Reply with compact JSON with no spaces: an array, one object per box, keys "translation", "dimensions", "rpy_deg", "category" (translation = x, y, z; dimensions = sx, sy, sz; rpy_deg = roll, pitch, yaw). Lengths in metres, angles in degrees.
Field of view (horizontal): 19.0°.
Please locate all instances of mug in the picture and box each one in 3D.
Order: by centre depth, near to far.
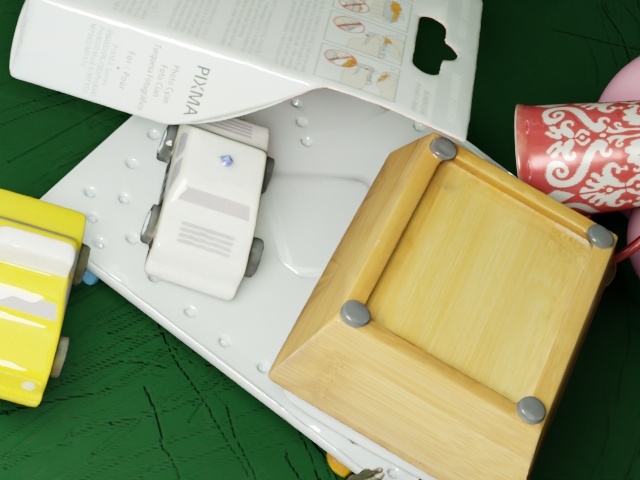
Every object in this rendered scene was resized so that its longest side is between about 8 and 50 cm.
[{"translation":[0.270,-0.062,1.742],"dimensions":[0.169,0.150,0.113],"rpy_deg":[-6,34,12],"category":"mug"}]

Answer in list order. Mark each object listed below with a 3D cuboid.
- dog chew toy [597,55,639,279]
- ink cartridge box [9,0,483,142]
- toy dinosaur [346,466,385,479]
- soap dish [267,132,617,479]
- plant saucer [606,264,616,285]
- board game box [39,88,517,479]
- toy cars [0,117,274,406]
[{"translation":[0.377,-0.024,1.839],"dimensions":[0.206,0.206,0.332],"rpy_deg":[4,63,-25],"category":"dog chew toy"},{"translation":[-0.054,-0.189,1.719],"dimensions":[0.385,0.091,0.308],"rpy_deg":[19,31,-4],"category":"ink cartridge box"},{"translation":[0.029,0.280,1.466],"dimensions":[0.313,0.121,0.160],"rpy_deg":[-31,106,-26],"category":"toy dinosaur"},{"translation":[0.116,0.058,1.600],"dimensions":[0.229,0.118,0.291],"rpy_deg":[30,48,-1],"category":"soap dish"},{"translation":[0.245,0.017,1.850],"dimensions":[0.083,0.015,0.083],"rpy_deg":[12,51,-15],"category":"plant saucer"},{"translation":[0.000,0.000,1.706],"dimensions":[0.390,0.050,0.390],"rpy_deg":[37,47,6],"category":"board game box"},{"translation":[-0.158,-0.012,1.546],"dimensions":[0.393,0.087,0.176],"rpy_deg":[-29,70,-39],"category":"toy cars"}]
